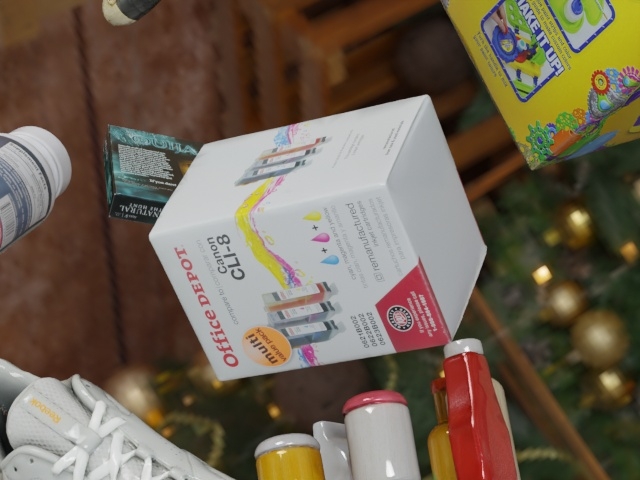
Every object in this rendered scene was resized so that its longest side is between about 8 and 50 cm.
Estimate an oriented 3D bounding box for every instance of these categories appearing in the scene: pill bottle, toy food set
[{"bbox_3d":[-0.324,-0.045,1.820,0.108,0.180,0.108,10,116,20],"label":"pill bottle"},{"bbox_3d":[0.054,0.117,1.158,0.111,0.232,0.104,-24,65,36],"label":"toy food set"}]

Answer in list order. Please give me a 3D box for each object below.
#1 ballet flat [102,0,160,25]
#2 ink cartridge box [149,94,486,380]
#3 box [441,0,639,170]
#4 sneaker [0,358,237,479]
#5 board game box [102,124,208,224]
[{"bbox_3d":[-0.129,-0.231,1.410,0.173,0.049,0.057,-53,57,37],"label":"ballet flat"},{"bbox_3d":[0.000,0.000,1.243,0.176,0.127,0.128,-11,118,25],"label":"ink cartridge box"},{"bbox_3d":[0.281,-0.214,1.277,0.177,0.290,0.279,64,146,14],"label":"box"},{"bbox_3d":[-0.108,0.131,0.960,0.262,0.099,0.121,10,138,45],"label":"sneaker"},{"bbox_3d":[-0.096,-0.046,1.620,0.126,0.186,0.026,-105,29,-58],"label":"board game box"}]
